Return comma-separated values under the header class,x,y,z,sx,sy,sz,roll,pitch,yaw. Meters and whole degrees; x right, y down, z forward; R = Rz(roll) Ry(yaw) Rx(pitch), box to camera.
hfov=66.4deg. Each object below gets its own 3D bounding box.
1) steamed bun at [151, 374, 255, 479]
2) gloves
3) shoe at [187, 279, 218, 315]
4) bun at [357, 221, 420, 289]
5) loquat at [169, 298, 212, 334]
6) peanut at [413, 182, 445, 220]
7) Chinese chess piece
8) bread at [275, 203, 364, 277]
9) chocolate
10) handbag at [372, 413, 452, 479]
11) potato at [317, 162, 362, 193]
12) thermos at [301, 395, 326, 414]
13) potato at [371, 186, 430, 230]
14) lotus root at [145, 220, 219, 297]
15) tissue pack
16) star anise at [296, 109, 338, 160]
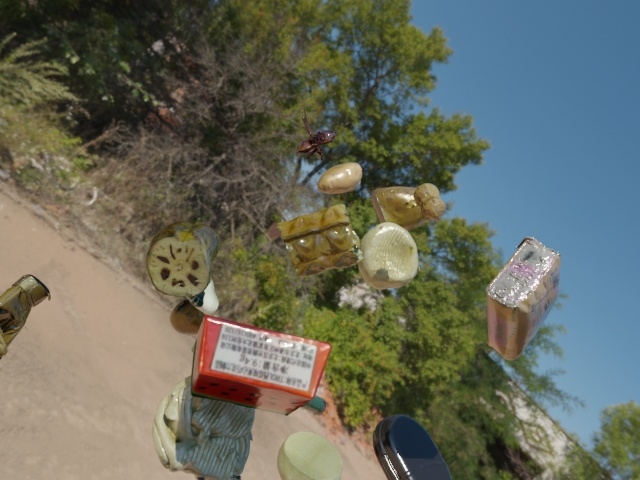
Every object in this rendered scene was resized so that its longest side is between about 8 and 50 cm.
class,x,y,z,sx,sy,sz,roll,pitch,yaw
steamed bun,-0.396,0.617,1.598,0.237,0.346,0.395,-10,-85,46
gloves,-0.988,0.258,1.511,0.141,0.331,0.154,42,-37,-25
shoe,-0.475,0.186,1.893,0.110,0.095,0.265,38,2,-38
bun,0.251,0.069,1.885,0.259,0.259,0.160,50,-13,-10
loquat,-0.527,0.321,2.023,0.205,0.172,0.150,62,25,-52
peanut,0.340,-0.122,1.526,0.089,0.089,0.193,51,14,-30
Chinese chess piece,-0.040,0.831,1.821,0.250,0.101,0.250,20,17,-6
bread,0.001,0.003,1.678,0.196,0.251,0.239,46,21,-84
chocolate,-0.190,0.363,1.375,0.359,0.162,0.341,15,-31,-11
handbag,0.285,0.687,1.517,0.253,0.093,0.308,15,36,-47
potato,0.093,-0.262,2.124,0.234,0.161,0.128,-40,121,-53
thermos,-0.052,0.639,1.962,0.188,0.073,0.083,47,10,-49
potato,0.368,-0.137,2.052,0.229,0.265,0.230,167,-90,-90
lotus root,-0.482,0.050,1.753,0.250,0.250,0.346,50,9,-14
tissue pack,0.507,0.152,1.225,0.123,0.215,0.257,29,-27,40
star anise,-0.037,-0.389,1.838,0.158,0.141,0.144,-4,48,-46
